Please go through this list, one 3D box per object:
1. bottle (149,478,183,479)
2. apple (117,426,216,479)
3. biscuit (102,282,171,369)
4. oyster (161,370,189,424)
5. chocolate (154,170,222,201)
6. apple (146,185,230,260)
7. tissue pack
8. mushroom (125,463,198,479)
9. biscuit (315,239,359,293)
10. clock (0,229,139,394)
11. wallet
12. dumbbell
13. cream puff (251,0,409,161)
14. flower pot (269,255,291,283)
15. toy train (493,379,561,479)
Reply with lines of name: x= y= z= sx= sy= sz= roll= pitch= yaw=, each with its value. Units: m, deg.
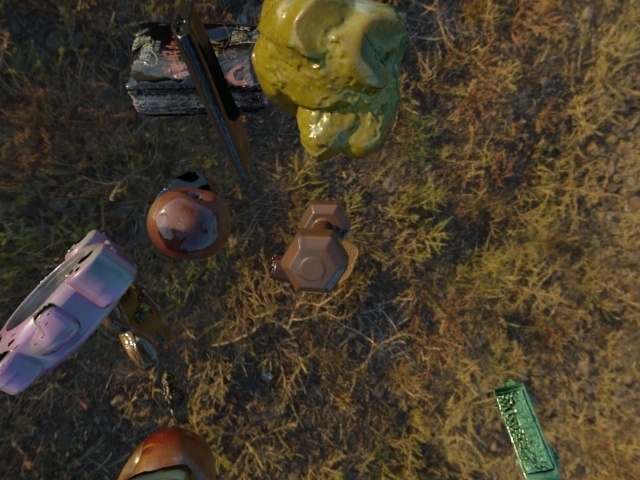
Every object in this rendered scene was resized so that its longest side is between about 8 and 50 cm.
bottle: x=-0.193 y=0.400 z=0.427 sx=0.148 sy=0.236 sz=0.147 roll=2 pitch=114 yaw=4
apple: x=-0.528 y=0.824 z=1.410 sx=0.277 sy=0.348 sz=0.348 roll=40 pitch=79 yaw=-15
biscuit: x=-0.561 y=0.216 z=1.273 sx=0.064 sy=0.432 sz=0.283 roll=-37 pitch=100 yaw=-6
oyster: x=-0.446 y=0.486 z=1.269 sx=0.056 sy=0.105 sz=0.177 roll=-32 pitch=66 yaw=-5
chocolate: x=-0.550 y=-0.141 z=1.731 sx=0.225 sy=0.210 sz=0.340 roll=39 pitch=101 yaw=-6
apple: x=-0.467 y=-0.068 z=1.472 sx=0.306 sy=0.305 sz=0.235 roll=9 pitch=113 yaw=-24
tissue pack: x=-0.288 y=-0.427 z=1.008 sx=0.333 sy=0.123 sz=0.245 roll=-1 pitch=64 yaw=-2
mushroom: x=-0.361 y=0.592 z=0.834 sx=0.267 sy=0.189 sz=0.164 roll=-26 pitch=96 yaw=-23
biscuit: x=0.010 y=0.069 z=1.153 sx=0.221 sy=0.029 sz=0.142 roll=-38 pitch=89 yaw=13
clock: x=-0.417 y=0.105 z=0.667 sx=0.248 sy=0.228 sz=0.090 roll=-51 pitch=120 yaw=-14
wallet: x=-0.209 y=-0.285 z=0.821 sx=0.044 sy=0.170 sz=0.321 roll=-14 pitch=138 yaw=2
dumbbell: x=0.000 y=0.000 z=0.630 sx=0.082 sy=0.231 sz=0.092 roll=29 pitch=108 yaw=-5
cream puff: x=0.009 y=-0.284 z=0.722 sx=0.274 sy=0.323 sz=0.269 roll=20 pitch=112 yaw=8
flower pot: x=-0.115 y=0.088 z=1.300 sx=0.089 sy=0.111 sz=0.111 roll=7 pitch=93 yaw=-12
toy train: x=0.351 y=0.325 z=0.701 sx=0.070 sy=0.172 sz=0.099 roll=-22 pitch=147 yaw=18
